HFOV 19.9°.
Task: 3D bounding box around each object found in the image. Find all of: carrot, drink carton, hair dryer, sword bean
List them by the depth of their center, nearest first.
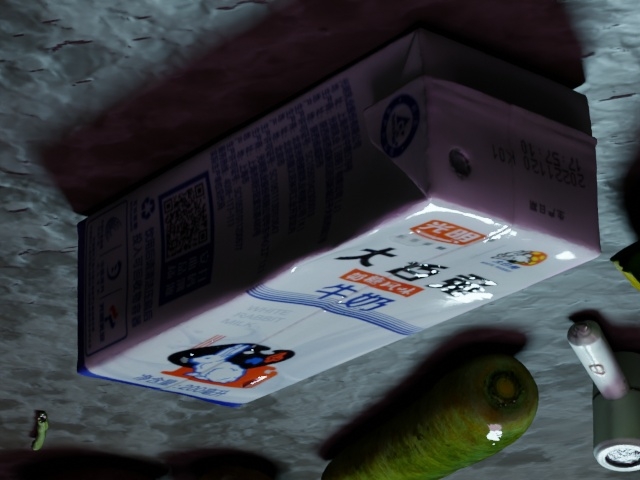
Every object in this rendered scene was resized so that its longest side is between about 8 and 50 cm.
[{"bbox_3d":[0.000,0.000,1.021,0.131,0.106,0.315,15,152,-39],"label":"drink carton"},{"bbox_3d":[0.212,0.104,1.349,0.047,0.082,0.137,-11,141,21],"label":"hair dryer"},{"bbox_3d":[0.076,0.170,1.497,0.074,0.074,0.358,7,158,-20],"label":"carrot"},{"bbox_3d":[-0.232,0.159,1.518,0.012,0.012,0.083,3,156,-12],"label":"sword bean"}]

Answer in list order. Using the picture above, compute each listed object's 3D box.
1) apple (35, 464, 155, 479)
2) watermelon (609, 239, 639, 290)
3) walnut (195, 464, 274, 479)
[{"bbox_3d":[-0.208,0.270,1.647,0.153,0.120,0.153,-1,157,0],"label":"apple"},{"bbox_3d":[0.263,0.056,1.150,0.123,0.129,0.301,-15,149,23],"label":"watermelon"},{"bbox_3d":[-0.071,0.285,1.678,0.116,0.115,0.207,-6,138,9],"label":"walnut"}]
